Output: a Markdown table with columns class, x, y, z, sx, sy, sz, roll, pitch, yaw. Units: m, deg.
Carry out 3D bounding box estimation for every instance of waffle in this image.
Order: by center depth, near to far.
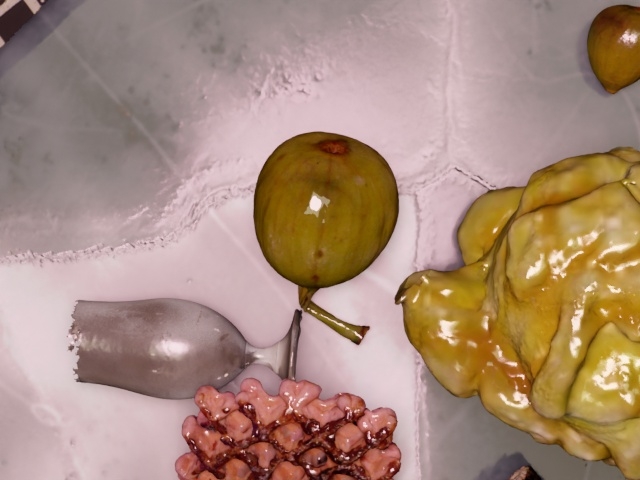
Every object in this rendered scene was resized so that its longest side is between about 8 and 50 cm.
| class | x | y | z | sx | sy | sz | roll | pitch | yaw |
| --- | --- | --- | --- | --- | --- | --- | --- | --- | --- |
| waffle | -0.029 | 0.230 | 1.355 | 0.221 | 0.055 | 0.234 | 5 | 119 | 5 |

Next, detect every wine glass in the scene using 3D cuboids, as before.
| class | x | y | z | sx | sy | sz | roll | pitch | yaw |
| --- | --- | --- | --- | --- | --- | --- | --- | --- | --- |
| wine glass | -0.128 | 0.108 | 1.374 | 0.222 | 0.103 | 0.103 | 5 | 91 | 2 |

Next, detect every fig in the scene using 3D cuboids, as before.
| class | x | y | z | sx | sy | sz | roll | pitch | yaw |
| --- | --- | --- | --- | --- | --- | --- | --- | --- | --- |
| fig | 0.000 | -0.014 | 1.368 | 0.148 | 0.186 | 0.142 | 9 | 46 | -18 |
| fig | 0.292 | -0.184 | 1.376 | 0.074 | 0.074 | 0.088 | 19 | 117 | 1 |

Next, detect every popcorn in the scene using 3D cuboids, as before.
| class | x | y | z | sx | sy | sz | roll | pitch | yaw |
| --- | --- | --- | --- | --- | --- | --- | --- | --- | --- |
| popcorn | 0.268 | 0.058 | 1.273 | 0.335 | 0.274 | 0.279 | 31 | 134 | -22 |

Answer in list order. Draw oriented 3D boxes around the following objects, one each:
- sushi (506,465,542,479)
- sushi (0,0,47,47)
| class | x | y | z | sx | sy | sz | roll | pitch | yaw |
| --- | --- | --- | --- | --- | --- | --- | --- | --- | --- |
| sushi | 0.165 | 0.287 | 1.373 | 0.150 | 0.090 | 0.078 | -44 | 85 | 3 |
| sushi | -0.344 | -0.272 | 1.405 | 0.193 | 0.040 | 0.210 | 44 | 94 | 8 |
